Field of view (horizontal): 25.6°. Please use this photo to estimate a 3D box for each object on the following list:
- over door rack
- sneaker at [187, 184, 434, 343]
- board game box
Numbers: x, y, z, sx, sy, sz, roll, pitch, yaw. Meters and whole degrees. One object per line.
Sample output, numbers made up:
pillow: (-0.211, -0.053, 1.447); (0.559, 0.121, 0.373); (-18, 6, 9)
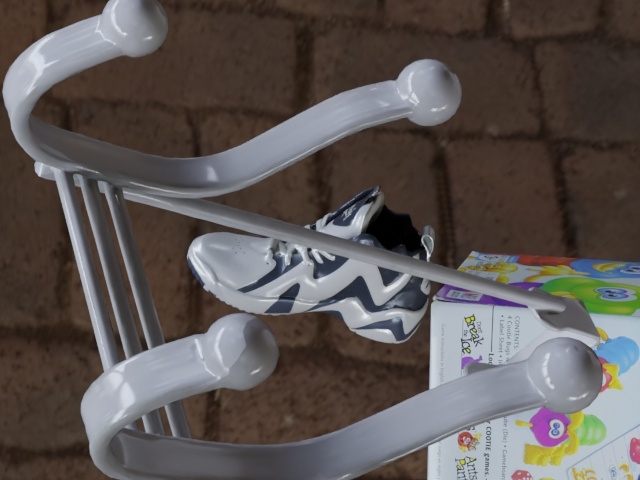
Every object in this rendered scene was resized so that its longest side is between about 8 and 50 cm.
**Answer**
over door rack: (0.060, 0.074, 0.442); (0.324, 0.108, 0.239); (29, 34, -49)
sneaker: (0.000, 0.000, 1.330); (0.235, 0.153, 0.094); (19, 36, 2)
board game box: (0.214, 0.097, 0.858); (0.275, 0.142, 0.144); (4, 103, 16)
